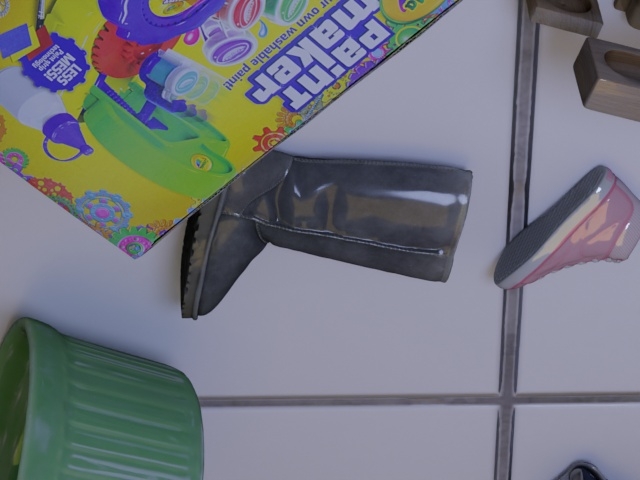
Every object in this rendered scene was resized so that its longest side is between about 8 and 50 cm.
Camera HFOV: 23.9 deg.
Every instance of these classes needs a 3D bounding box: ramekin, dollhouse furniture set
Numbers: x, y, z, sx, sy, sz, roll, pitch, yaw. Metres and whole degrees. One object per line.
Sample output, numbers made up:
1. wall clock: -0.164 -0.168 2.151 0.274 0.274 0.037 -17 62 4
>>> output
1. ramekin: -0.206 0.225 1.239 0.148 0.303 0.303 13 129 -19
2. dollhouse furniture set: 0.225 -0.168 0.986 0.144 0.151 0.123 13 129 -11

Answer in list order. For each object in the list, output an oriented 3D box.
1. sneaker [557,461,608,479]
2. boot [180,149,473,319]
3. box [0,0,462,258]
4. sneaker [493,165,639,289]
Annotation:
1. sneaker: 0.309 0.266 1.370 0.226 0.086 0.163 -18 128 32
2. boot: 0.000 0.002 1.195 0.209 0.076 0.189 8 132 -13
3. box: -0.062 -0.196 0.886 0.290 0.279 0.177 -37 120 27
4. sneaker: 0.203 0.006 1.195 0.070 0.051 0.134 35 118 -19
